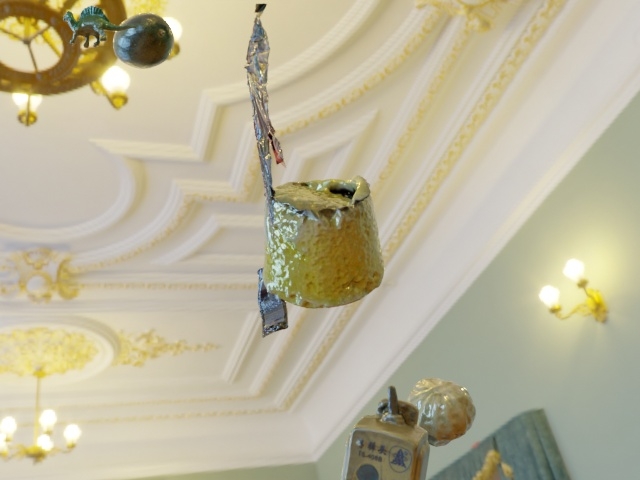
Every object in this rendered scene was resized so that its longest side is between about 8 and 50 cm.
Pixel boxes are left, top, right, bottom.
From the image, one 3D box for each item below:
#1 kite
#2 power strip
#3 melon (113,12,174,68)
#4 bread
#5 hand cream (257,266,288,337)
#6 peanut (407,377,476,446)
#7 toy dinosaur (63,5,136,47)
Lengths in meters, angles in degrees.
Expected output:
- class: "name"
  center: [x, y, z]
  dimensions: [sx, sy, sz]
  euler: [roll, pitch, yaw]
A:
- class: "kite"
  center: [-0.053, -0.116, 0.651]
  dimensions: [0.009, 0.189, 0.232]
  euler: [-9, -51, -11]
- class: "power strip"
  center: [0.038, 0.267, 0.549]
  dimensions: [0.064, 0.305, 0.044]
  euler: [10, 3, 21]
- class: "melon"
  center: [-0.379, -0.431, 1.480]
  dimensions: [0.114, 0.114, 0.167]
  euler: [22, -17, -40]
- class: "bread"
  center: [0.003, 0.001, 1.033]
  dimensions: [0.197, 0.197, 0.170]
  euler: [-8, -64, -7]
- class: "hand cream"
  center: [-0.106, 0.130, 1.460]
  dimensions: [0.062, 0.163, 0.039]
  euler: [-19, -36, 8]
- class: "peanut"
  center: [0.165, 0.246, 0.977]
  dimensions: [0.093, 0.083, 0.194]
  euler: [29, -17, 8]
- class: "toy dinosaur"
  center: [-0.340, -0.329, 1.045]
  dimensions: [0.120, 0.060, 0.029]
  euler: [-4, 0, 13]
